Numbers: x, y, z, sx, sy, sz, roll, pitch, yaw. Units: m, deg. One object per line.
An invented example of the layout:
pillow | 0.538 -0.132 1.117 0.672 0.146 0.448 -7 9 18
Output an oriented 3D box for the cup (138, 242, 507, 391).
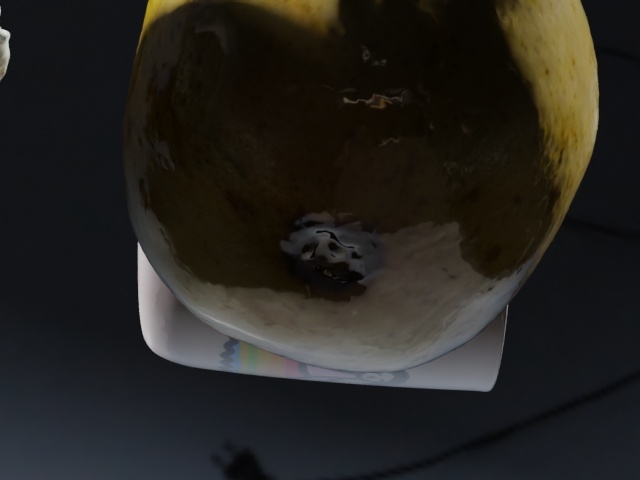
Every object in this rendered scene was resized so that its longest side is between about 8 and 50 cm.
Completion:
cup | 0.000 0.000 1.119 0.200 0.253 0.191 2 67 0

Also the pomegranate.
pomegranate | 0.011 -0.051 0.689 0.196 0.196 0.196 5 45 -5

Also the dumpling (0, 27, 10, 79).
dumpling | -0.207 -0.072 0.629 0.229 0.151 0.124 -1 69 -29
